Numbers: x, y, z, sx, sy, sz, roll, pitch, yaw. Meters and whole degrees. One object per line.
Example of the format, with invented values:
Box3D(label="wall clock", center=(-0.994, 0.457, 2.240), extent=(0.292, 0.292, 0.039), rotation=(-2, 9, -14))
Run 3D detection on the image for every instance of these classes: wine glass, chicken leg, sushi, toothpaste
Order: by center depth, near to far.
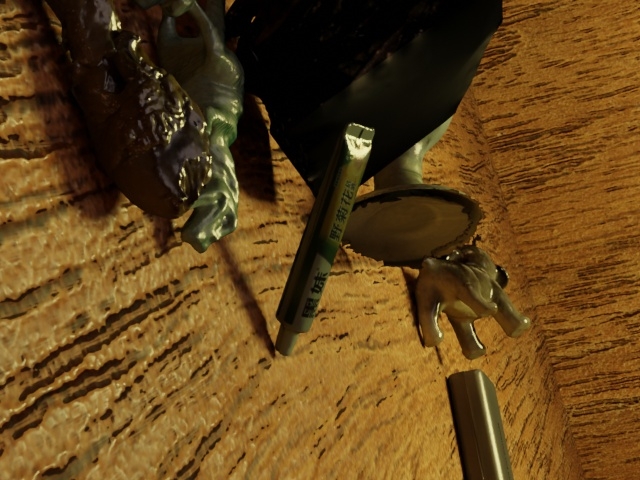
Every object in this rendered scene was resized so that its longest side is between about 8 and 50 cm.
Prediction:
Box3D(label="chicken leg", center=(-0.132, -0.107, 0.738), extent=(0.085, 0.069, 0.198), rotation=(-42, 111, -47))
Box3D(label="toothpaste", center=(0.000, 0.000, 0.954), extent=(0.049, 0.031, 0.204), rotation=(5, 106, -60))
Box3D(label="sushi", center=(0.022, -0.189, 1.020), extent=(0.212, 0.215, 0.227), rotation=(56, 1, 15))
Box3D(label="wine glass", center=(0.080, -0.156, 1.311), extent=(0.190, 0.190, 0.357), rotation=(51, 32, -56))

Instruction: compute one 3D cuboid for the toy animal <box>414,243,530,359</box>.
Box3D(label="toy animal", center=(0.200, 0.080, 1.635), extent=(0.168, 0.121, 0.233), rotation=(61, 21, 18))

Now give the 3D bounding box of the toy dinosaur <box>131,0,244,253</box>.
Box3D(label="toy dinosaur", center=(-0.101, -0.173, 0.888), extent=(0.129, 0.076, 0.383), rotation=(64, 20, -54))

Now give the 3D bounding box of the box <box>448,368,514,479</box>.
Box3D(label="box", center=(0.234, 0.308, 1.621), extent=(0.103, 0.055, 0.243), rotation=(48, 31, -59))
